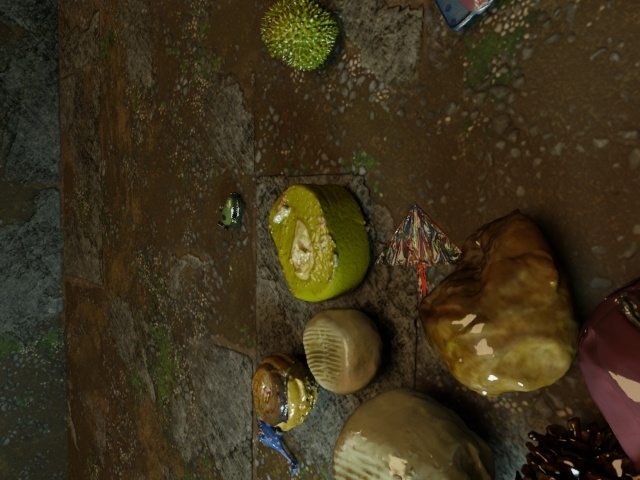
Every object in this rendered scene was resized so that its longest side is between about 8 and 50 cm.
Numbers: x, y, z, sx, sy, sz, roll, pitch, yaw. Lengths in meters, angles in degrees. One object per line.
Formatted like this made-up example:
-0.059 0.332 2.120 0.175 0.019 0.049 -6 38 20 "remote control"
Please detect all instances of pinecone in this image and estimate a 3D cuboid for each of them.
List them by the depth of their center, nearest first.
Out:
0.378 0.393 0.708 0.224 0.224 0.272 14 95 43 "pinecone"

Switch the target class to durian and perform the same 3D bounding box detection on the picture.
-0.055 -0.474 1.131 0.198 0.146 0.159 37 115 34 "durian"

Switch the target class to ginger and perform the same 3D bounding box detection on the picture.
0.297 0.114 0.788 0.223 0.200 0.269 43 82 -1 "ginger"

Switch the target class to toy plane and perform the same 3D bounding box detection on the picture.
-0.115 0.532 1.306 0.167 0.062 0.054 42 120 23 "toy plane"

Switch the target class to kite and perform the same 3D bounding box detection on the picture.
0.201 0.020 1.002 0.232 0.009 0.188 -5 88 44 "kite"

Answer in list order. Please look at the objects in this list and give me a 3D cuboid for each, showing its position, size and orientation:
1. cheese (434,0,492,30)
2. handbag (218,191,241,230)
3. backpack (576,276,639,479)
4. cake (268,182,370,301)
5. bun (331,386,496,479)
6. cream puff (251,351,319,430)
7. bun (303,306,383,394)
0.310 -0.475 0.826 0.286 0.074 0.188 -35 67 41 "cheese"
-0.251 -0.087 1.411 0.072 0.047 0.111 32 116 37 "handbag"
0.475 0.180 0.598 0.284 0.197 0.317 -28 65 1 "backpack"
0.000 0.000 1.106 0.179 0.156 0.260 -37 69 46 "cake"
0.179 0.449 0.899 0.361 0.235 0.326 59 139 17 "bun"
-0.080 0.359 1.213 0.189 0.130 0.188 3 93 54 "cream puff"
0.052 0.232 1.083 0.193 0.128 0.178 -13 83 55 "bun"
